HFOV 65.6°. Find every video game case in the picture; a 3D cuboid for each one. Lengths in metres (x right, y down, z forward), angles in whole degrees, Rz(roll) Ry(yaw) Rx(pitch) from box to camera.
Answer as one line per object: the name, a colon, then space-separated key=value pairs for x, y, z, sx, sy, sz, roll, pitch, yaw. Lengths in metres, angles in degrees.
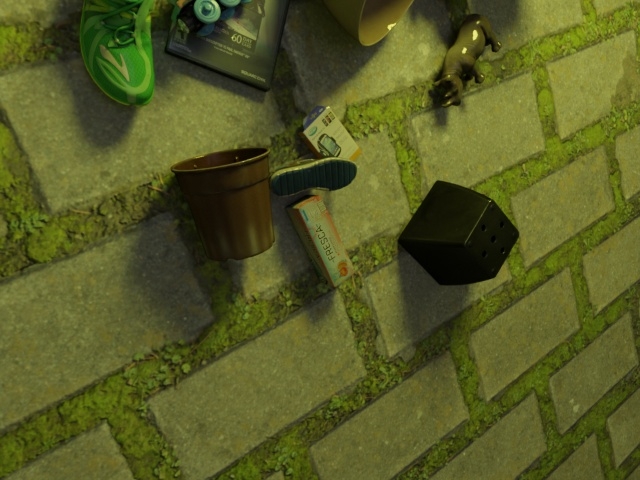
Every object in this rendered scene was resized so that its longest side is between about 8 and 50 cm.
video game case: x=-0.150 y=-0.432 z=0.887 sx=0.195 sy=0.026 sz=0.275 roll=13 pitch=89 yaw=-30

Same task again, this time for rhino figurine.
rhino figurine: x=0.328 y=-0.407 z=1.136 sx=0.106 sy=0.073 sz=0.243 roll=34 pitch=80 yaw=-32

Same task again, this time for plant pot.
plant pot: x=-0.154 y=-0.061 z=0.852 sx=0.166 sy=0.167 sz=0.165 roll=-19 pitch=111 yaw=-27
plant pot: x=0.328 y=-0.010 z=1.123 sx=0.187 sy=0.167 sz=0.188 roll=43 pitch=73 yaw=-27
plant pot: x=0.080 y=-0.532 z=0.894 sx=0.190 sy=0.284 sz=0.284 roll=38 pitch=74 yaw=9

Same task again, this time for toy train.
toy train: x=-0.178 y=-0.421 z=0.816 sx=0.184 sy=0.080 sz=0.105 roll=-46 pitch=106 yaw=-16

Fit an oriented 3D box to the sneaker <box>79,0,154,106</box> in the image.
sneaker: x=-0.305 y=-0.355 z=0.748 sx=0.109 sy=0.123 sz=0.296 roll=-8 pitch=100 yaw=-29

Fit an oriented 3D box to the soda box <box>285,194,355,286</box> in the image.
soda box: x=0.000 y=0.000 z=0.995 sx=0.058 sy=0.063 sz=0.183 roll=-32 pitch=109 yaw=-23

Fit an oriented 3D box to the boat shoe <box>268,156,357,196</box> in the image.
boat shoe: x=-0.018 y=-0.133 z=0.963 sx=0.183 sy=0.066 sz=0.066 roll=-10 pitch=117 yaw=-23

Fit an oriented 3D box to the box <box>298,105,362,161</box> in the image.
box: x=0.016 y=-0.204 z=1.005 sx=0.081 sy=0.028 sz=0.136 roll=-48 pitch=113 yaw=-17
